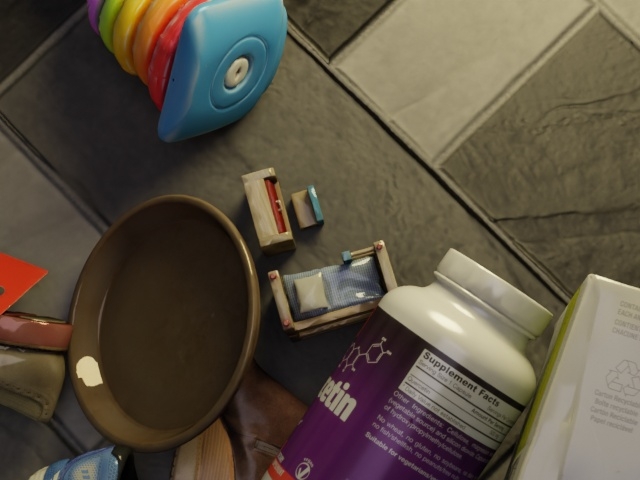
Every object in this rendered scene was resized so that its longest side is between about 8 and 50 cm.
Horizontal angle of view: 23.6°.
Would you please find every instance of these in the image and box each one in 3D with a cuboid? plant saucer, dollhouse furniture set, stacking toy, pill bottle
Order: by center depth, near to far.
[{"bbox_3d":[0.092,0.174,1.536,0.181,0.181,0.323,34,90,8],"label":"pill bottle"},{"bbox_3d":[-0.164,0.090,1.635,0.278,0.041,0.277,-12,71,37],"label":"plant saucer"},{"bbox_3d":[0.000,0.000,1.660,0.129,0.129,0.183,-16,80,0],"label":"dollhouse furniture set"},{"bbox_3d":[-0.201,-0.257,1.717,0.302,0.166,0.175,34,126,24],"label":"stacking toy"}]

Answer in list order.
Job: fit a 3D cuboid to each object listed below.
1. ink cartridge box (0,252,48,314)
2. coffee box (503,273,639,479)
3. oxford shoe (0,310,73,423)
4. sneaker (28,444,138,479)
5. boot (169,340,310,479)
[{"bbox_3d":[-0.440,0.018,1.645,0.232,0.189,0.066,15,123,18],"label":"ink cartridge box"},{"bbox_3d":[0.351,0.263,1.493,0.338,0.334,0.338,18,80,7],"label":"coffee box"},{"bbox_3d":[-0.450,0.130,1.670,0.348,0.123,0.130,6,89,7],"label":"oxford shoe"},{"bbox_3d":[-0.171,0.361,1.584,0.147,0.130,0.330,-29,93,10],"label":"sneaker"},{"bbox_3d":[-0.044,0.188,1.669,0.207,0.090,0.248,13,80,-7],"label":"boot"}]
